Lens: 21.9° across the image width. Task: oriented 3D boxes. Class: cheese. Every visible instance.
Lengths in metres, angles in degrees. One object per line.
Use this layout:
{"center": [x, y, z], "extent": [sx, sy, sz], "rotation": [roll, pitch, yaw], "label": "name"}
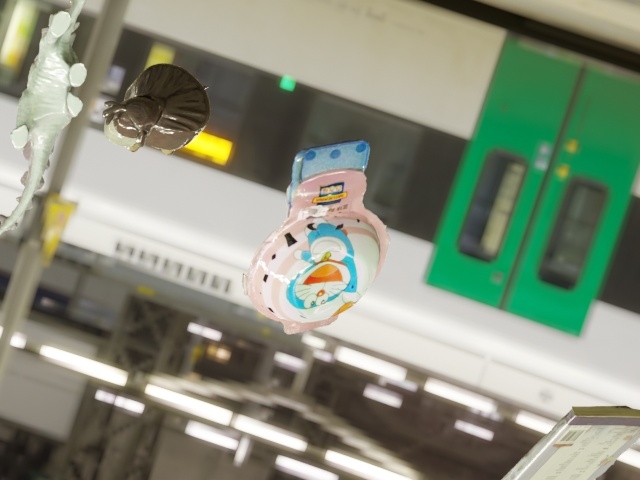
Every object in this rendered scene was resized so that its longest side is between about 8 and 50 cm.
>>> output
{"center": [0.000, 0.000, 1.940], "extent": [0.189, 0.286, 0.074], "rotation": [-11, -136, -23], "label": "cheese"}

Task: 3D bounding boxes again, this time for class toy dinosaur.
{"center": [-0.192, -0.088, 1.148], "extent": [0.039, 0.209, 0.082], "rotation": [19, -168, -15], "label": "toy dinosaur"}

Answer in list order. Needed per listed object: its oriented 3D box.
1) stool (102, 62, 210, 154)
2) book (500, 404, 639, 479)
{"center": [-0.255, -0.185, 2.487], "extent": [0.125, 0.121, 0.217], "rotation": [55, -138, 2], "label": "stool"}
{"center": [0.276, 0.272, 1.943], "extent": [0.157, 0.231, 0.026], "rotation": [7, -138, -41], "label": "book"}
